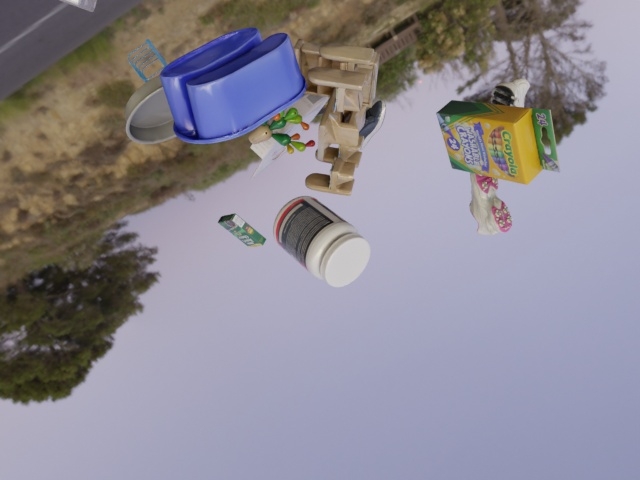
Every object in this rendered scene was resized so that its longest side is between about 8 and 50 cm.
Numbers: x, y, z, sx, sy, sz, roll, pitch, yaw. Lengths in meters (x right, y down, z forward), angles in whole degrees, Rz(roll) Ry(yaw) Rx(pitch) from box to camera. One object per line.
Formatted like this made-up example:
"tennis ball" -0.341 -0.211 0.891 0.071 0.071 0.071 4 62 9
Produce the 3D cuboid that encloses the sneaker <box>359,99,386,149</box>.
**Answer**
"sneaker" 0.129 -0.436 2.029 0.226 0.164 0.086 -55 -144 40

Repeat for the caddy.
"caddy" -0.193 -0.344 1.263 0.341 0.179 0.241 -38 -136 -26

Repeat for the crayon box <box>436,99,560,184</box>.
"crayon box" 0.493 -0.277 1.550 0.083 0.203 0.323 -41 -144 -21

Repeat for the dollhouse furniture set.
"dollhouse furniture set" 0.011 -0.402 1.600 0.257 0.362 0.394 11 -132 7

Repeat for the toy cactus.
"toy cactus" -0.135 -0.328 1.618 0.181 0.219 0.112 -24 -140 32

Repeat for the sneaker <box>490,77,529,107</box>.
"sneaker" 0.598 -0.395 1.785 0.118 0.292 0.110 -36 -117 -27

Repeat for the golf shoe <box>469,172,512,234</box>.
"golf shoe" 0.591 -0.161 2.027 0.115 0.305 0.140 -9 169 -33

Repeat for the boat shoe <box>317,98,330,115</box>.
"boat shoe" 0.022 -0.577 2.313 0.224 0.073 0.080 -15 163 -17

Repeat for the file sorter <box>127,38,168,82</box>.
"file sorter" -0.606 -0.625 1.994 0.105 0.118 0.170 -36 -179 -1

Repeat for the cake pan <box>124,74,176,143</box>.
"cake pan" -0.444 -0.394 1.615 0.293 0.054 0.293 -32 170 -6

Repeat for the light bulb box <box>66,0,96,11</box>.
"light bulb box" -0.623 -0.725 1.142 0.225 0.361 0.357 -128 -123 -68

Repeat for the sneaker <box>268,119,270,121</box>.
"sneaker" -0.262 -0.461 2.426 0.076 0.065 0.166 -30 158 -44

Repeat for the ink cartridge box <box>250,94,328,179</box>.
"ink cartridge box" -0.125 -0.361 1.852 0.296 0.066 0.261 -47 -178 -40

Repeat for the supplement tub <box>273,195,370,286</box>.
"supplement tub" 0.000 0.000 1.664 0.191 0.191 0.272 -39 -132 -13

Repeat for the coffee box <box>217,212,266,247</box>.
"coffee box" -0.323 -0.039 2.277 0.113 0.184 0.040 -6 -130 50
